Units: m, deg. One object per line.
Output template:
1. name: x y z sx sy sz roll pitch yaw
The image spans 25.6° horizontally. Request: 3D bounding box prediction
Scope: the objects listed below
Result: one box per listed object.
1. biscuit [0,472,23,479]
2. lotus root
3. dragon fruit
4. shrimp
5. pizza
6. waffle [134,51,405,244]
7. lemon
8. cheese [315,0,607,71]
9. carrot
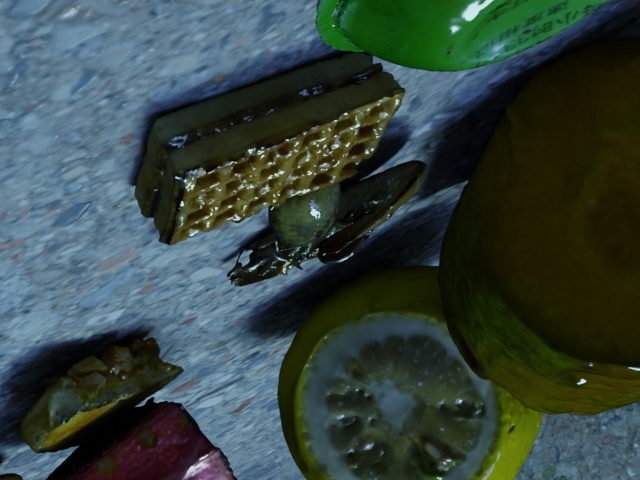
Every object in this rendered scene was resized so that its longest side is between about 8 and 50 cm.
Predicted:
1. biscuit: -0.424 0.298 1.205 0.359 0.074 0.381 -37 160 23
2. lotus root: -0.012 -0.026 0.925 0.049 0.054 0.099 -5 160 -8
3. dragon fruit: -0.155 0.217 1.188 0.189 0.163 0.262 -13 178 -18
4. shrimp: 0.001 0.001 0.994 0.178 0.034 0.124 -29 -166 16
5. pizza: -0.178 0.120 1.111 0.134 0.046 0.175 -28 171 -24
6. waffle: -0.031 -0.055 0.819 0.148 0.042 0.102 -22 162 -22
7. lemon: 0.084 0.137 1.291 0.240 0.240 0.219 -32 179 11
8. cheese: 0.085 -0.155 0.629 0.204 0.083 0.320 -27 167 0
9. carrot: 0.222 0.000 1.064 0.241 0.241 0.340 -25 166 -14
